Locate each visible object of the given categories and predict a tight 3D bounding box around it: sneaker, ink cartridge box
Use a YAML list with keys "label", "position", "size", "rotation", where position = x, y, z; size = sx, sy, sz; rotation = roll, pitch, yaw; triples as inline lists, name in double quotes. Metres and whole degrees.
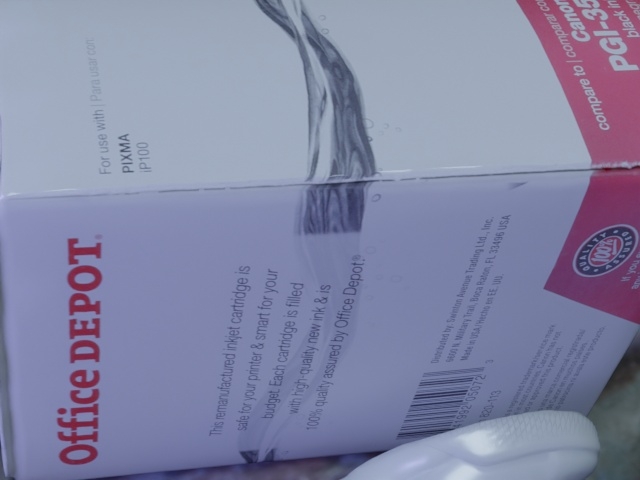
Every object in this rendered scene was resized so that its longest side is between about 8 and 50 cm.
- label: "sneaker"
  position: [0.035, 0.142, 0.517]
  size: [0.212, 0.080, 0.094]
  rotation: [-17, 68, -15]
- label: "ink cartridge box"
  position: [0.000, 0.000, 0.526]
  size: [0.283, 0.207, 0.117]
  rotation: [-3, 51, -14]
